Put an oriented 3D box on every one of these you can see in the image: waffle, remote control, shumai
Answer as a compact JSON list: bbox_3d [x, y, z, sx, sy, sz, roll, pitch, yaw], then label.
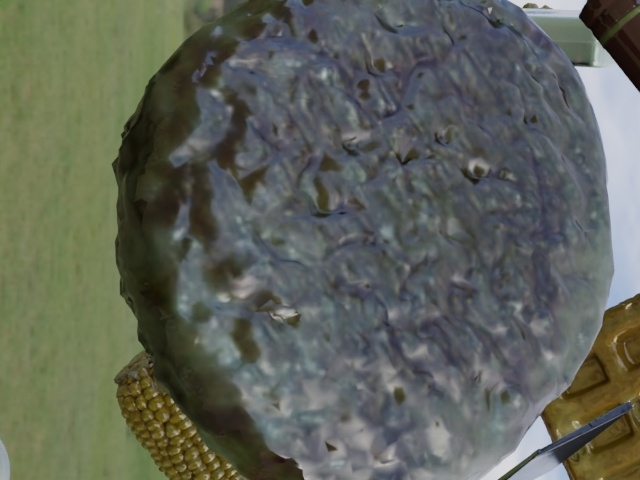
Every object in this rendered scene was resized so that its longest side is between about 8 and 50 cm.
[{"bbox_3d":[0.424,0.232,1.386,0.077,0.304,0.348,11,52,-53],"label":"waffle"},{"bbox_3d":[0.124,-0.200,1.092,0.145,0.344,0.050,-25,119,-59],"label":"remote control"},{"bbox_3d":[0.000,0.000,0.871,0.348,0.395,0.395,162,-70,-65],"label":"shumai"}]

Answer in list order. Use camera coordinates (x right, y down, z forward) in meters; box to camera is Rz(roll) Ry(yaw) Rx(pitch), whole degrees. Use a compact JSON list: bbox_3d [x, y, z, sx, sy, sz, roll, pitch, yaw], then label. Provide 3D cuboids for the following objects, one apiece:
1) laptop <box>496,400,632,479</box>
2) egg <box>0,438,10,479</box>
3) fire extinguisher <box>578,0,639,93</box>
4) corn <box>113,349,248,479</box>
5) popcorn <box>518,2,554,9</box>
[{"bbox_3d":[0.231,0.229,1.186,0.016,0.135,0.197,59,-29,19],"label":"laptop"},{"bbox_3d":[-0.337,0.211,1.018,0.152,0.114,0.114,159,-68,-75],"label":"egg"},{"bbox_3d":[0.205,-0.077,0.619,0.158,0.064,0.043,55,-48,11],"label":"fire extinguisher"},{"bbox_3d":[-0.093,0.231,1.118,0.293,0.106,0.106,55,-1,-7],"label":"corn"},{"bbox_3d":[0.220,-0.206,1.182,0.057,0.083,0.082,22,-55,41],"label":"popcorn"}]
